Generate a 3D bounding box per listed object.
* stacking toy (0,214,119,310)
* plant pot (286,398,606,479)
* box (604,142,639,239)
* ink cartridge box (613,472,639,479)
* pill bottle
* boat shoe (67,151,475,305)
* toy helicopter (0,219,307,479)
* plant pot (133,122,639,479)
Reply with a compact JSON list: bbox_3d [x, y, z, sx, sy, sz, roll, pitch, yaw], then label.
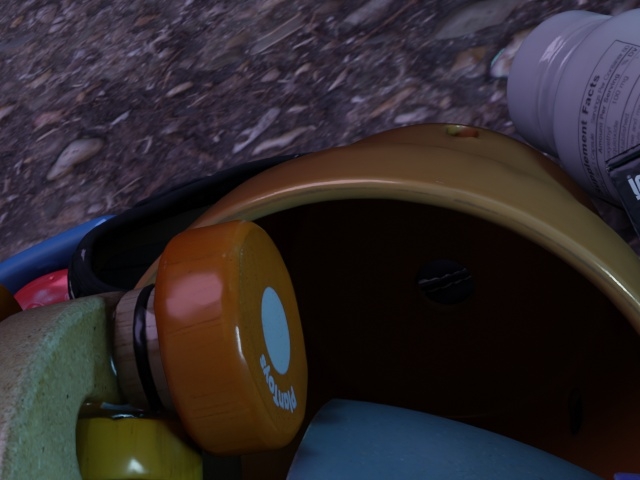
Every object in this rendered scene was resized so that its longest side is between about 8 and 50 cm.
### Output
[{"bbox_3d":[-0.155,0.151,0.946,0.165,0.175,0.302,-25,47,25],"label":"stacking toy"},{"bbox_3d":[0.089,0.211,0.501,0.195,0.290,0.290,3,43,11],"label":"plant pot"},{"bbox_3d":[0.247,0.012,0.651,0.147,0.077,0.180,-27,76,18],"label":"box"},{"bbox_3d":[0.270,0.144,0.359,0.307,0.072,0.303,8,27,-9],"label":"ink cartridge box"},{"bbox_3d":[0.221,-0.076,0.837,0.131,0.131,0.229,-43,31,-8],"label":"pill bottle"},{"bbox_3d":[-0.001,-0.004,0.875,0.340,0.113,0.127,-6,67,-2],"label":"boat shoe"},{"bbox_3d":[-0.051,0.180,0.512,0.140,0.355,0.235,-11,42,12],"label":"toy helicopter"},{"bbox_3d":[0.053,0.063,0.716,0.291,0.291,0.203,-24,18,23],"label":"plant pot"}]
